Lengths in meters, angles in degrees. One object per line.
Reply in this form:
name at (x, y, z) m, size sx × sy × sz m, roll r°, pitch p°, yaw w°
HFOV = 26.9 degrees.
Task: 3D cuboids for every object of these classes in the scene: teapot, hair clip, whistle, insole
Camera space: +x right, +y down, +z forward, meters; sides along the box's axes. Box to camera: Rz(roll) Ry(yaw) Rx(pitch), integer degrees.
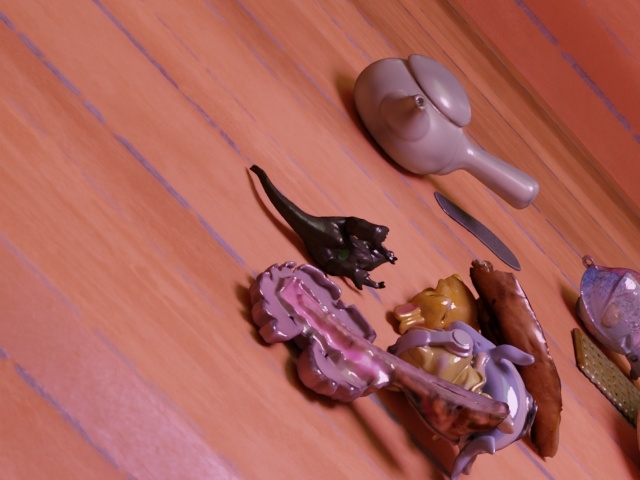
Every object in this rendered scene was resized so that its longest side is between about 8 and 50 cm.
teapot at (0.195, -0.175, 2.151) m, size 0.318 × 0.149 × 0.220 m, roll 36°, pitch 26°, yaw -32°
hair clip at (0.056, 0.130, 1.424) m, size 0.300 × 0.069 × 0.173 m, roll 32°, pitch 23°, yaw 5°
whistle at (0.558, 0.172, 2.349) m, size 0.346 × 0.142 × 0.133 m, roll 57°, pitch 34°, yaw 3°
insole at (0.263, -0.017, 2.230) m, size 0.232 × 0.003 × 0.080 m, roll 36°, pitch 25°, yaw -34°

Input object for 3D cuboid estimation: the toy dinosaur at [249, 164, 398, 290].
toy dinosaur at (0.000, 0.000, 1.642) m, size 0.179 × 0.087 × 0.187 m, roll 20°, pitch -13°, yaw 28°

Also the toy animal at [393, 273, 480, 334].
toy animal at (0.147, 0.095, 1.720) m, size 0.083 × 0.070 × 0.159 m, roll 55°, pitch 26°, yaw 16°

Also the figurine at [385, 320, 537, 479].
figurine at (0.159, 0.175, 1.516) m, size 0.184 × 0.128 × 0.208 m, roll 19°, pitch 43°, yaw -15°

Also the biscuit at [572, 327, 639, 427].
biscuit at (0.504, 0.252, 2.260) m, size 0.231 × 0.016 × 0.139 m, roll 44°, pitch 23°, yaw -15°

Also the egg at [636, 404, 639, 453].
egg at (0.631, 0.316, 2.039) m, size 0.283 × 0.283 × 0.345 m, roll 41°, pitch 25°, yaw -25°

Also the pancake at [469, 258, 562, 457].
pancake at (0.256, 0.136, 1.777) m, size 0.257 × 0.056 × 0.212 m, roll 58°, pitch -15°, yaw 35°
